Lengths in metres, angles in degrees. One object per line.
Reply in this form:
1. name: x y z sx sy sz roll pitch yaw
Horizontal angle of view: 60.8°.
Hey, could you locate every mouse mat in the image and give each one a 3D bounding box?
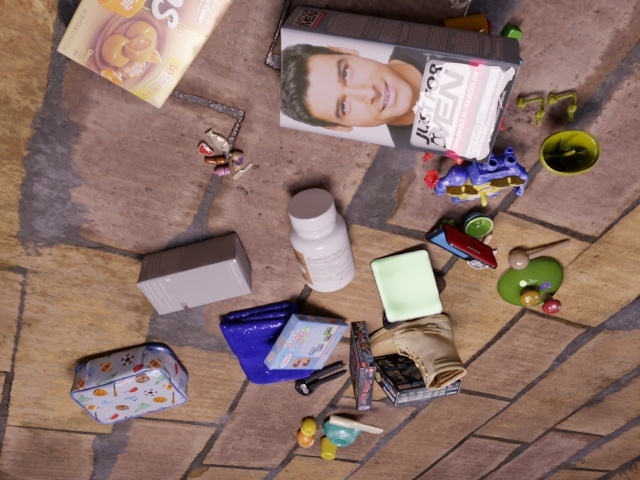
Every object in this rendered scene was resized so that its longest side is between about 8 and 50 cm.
1. mouse mat: 0.224 0.120 1.416 0.153 0.007 0.189 -13 110 16

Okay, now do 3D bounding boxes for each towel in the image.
1. towel: -0.139 0.308 1.558 0.228 0.076 0.308 -13 134 2

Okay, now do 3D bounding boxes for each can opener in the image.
1. can opener: -0.001 0.435 1.729 0.186 0.073 0.059 -35 91 19

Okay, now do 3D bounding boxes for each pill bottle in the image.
1. pill bottle: 0.000 0.000 1.243 0.131 0.131 0.229 -13 134 3

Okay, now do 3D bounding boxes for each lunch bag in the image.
1. lunch bag: -0.548 0.423 1.580 0.304 0.114 0.243 -14 137 3

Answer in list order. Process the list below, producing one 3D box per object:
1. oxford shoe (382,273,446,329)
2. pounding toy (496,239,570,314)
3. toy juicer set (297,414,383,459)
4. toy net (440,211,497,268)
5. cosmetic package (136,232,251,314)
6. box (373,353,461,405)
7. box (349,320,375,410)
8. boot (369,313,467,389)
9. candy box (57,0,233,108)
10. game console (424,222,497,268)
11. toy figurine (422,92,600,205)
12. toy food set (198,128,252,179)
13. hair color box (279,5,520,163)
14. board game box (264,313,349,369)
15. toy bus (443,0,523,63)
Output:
1. oxford shoe: 0.258 0.178 1.494 0.096 0.082 0.227 22 127 -30
2. pounding toy: 0.589 0.126 1.478 0.183 0.110 0.236 -9 135 -1
3. toy juicer set: 0.045 0.661 1.934 0.209 0.089 0.329 30 132 -17
4. toy net: 0.385 0.017 1.383 0.122 0.045 0.232 -22 133 11
5. cosmetic package: -0.291 0.080 1.294 0.238 0.107 0.127 -13 132 8
6. box: 0.275 0.399 1.616 0.221 0.175 0.051 -3 115 -24
7. box: 0.119 0.371 1.604 0.044 0.159 0.233 -5 134 -4
8. boot: 0.268 0.334 1.560 0.262 0.203 0.095 -17 134 7
9. candy box: -0.254 -0.385 0.857 0.183 0.087 0.316 27 124 -30
10. game console: 0.336 0.028 1.315 0.144 0.124 0.085 26 121 -13
11. toy figurine: 0.367 -0.168 1.175 0.363 0.191 0.217 -12 165 -7
12. toy food set: -0.203 -0.168 1.123 0.078 0.019 0.122 -37 129 24
13. hair color box: 0.124 -0.267 0.935 0.375 0.113 0.185 12 134 8
14. board game box: -0.034 0.281 1.491 0.212 0.039 0.160 15 110 -50
15. toy bus: 0.271 -0.320 0.995 0.202 0.104 0.191 24 126 -29
